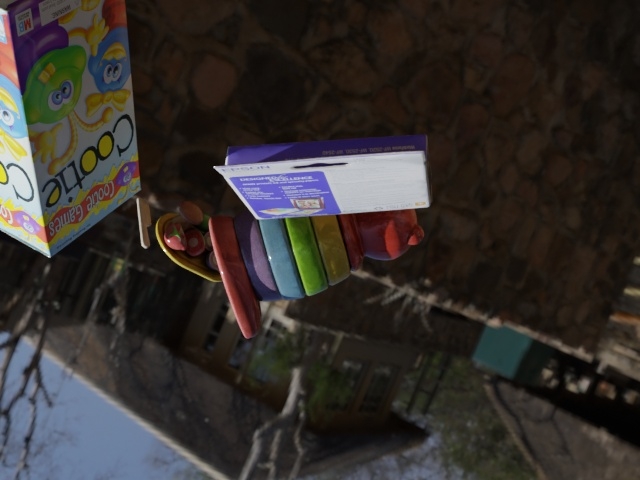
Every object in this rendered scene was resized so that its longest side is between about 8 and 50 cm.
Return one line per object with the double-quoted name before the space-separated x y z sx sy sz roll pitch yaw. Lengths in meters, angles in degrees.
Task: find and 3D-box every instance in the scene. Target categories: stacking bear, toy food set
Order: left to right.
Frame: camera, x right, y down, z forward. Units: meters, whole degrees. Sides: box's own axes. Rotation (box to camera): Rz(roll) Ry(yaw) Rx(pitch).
"toy food set" -0.221 -0.011 1.689 0.218 0.071 0.128 27 -144 -32
"stacking bear" 0.000 0.000 1.345 0.164 0.289 0.175 75 179 -52

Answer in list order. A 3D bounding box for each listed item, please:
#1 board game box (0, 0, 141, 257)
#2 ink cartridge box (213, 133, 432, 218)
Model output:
"board game box" -0.280 -0.148 0.910 0.142 0.275 0.144 26 -133 21
"ink cartridge box" 0.012 -0.072 0.977 0.206 0.045 0.208 -3 168 7
